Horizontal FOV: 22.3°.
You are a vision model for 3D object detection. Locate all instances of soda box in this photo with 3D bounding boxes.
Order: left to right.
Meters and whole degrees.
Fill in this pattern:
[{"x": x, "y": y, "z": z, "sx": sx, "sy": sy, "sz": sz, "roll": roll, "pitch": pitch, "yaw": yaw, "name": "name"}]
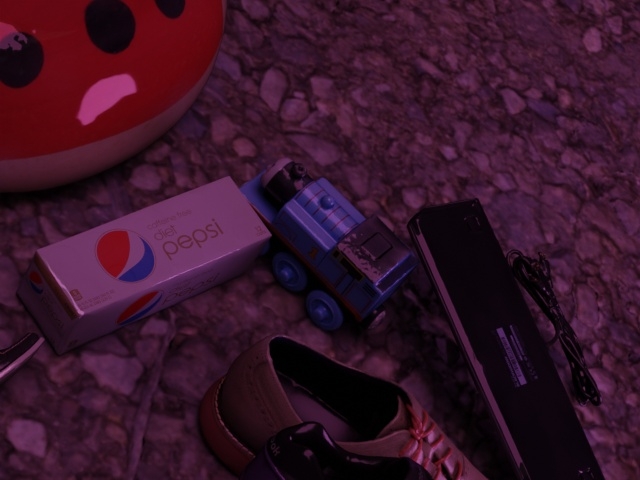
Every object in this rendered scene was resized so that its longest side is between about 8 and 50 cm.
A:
[{"x": -0.152, "y": 0.019, "z": 1.418, "sx": 0.216, "sy": 0.069, "sz": 0.074, "roll": -24, "pitch": 70, "yaw": -38, "name": "soda box"}]

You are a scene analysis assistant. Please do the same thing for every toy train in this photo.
[{"x": 0.000, "y": 0.000, "z": 1.488, "sx": 0.184, "sy": 0.105, "sz": 0.080, "roll": 46, "pitch": 48, "yaw": 8, "name": "toy train"}]

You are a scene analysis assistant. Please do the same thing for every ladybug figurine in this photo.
[{"x": -0.245, "y": -0.217, "z": 1.478, "sx": 0.305, "sy": 0.162, "sz": 0.449, "roll": 39, "pitch": 48, "yaw": 2, "name": "ladybug figurine"}]

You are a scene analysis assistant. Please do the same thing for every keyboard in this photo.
[{"x": 0.189, "y": 0.107, "z": 1.520, "sx": 0.201, "sy": 0.033, "sz": 0.317, "roll": -10, "pitch": 75, "yaw": -51, "name": "keyboard"}]

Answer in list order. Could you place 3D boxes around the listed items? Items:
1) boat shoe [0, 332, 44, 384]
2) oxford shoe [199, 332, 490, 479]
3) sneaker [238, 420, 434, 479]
[{"x": -0.275, "y": 0.108, "z": 1.305, "sx": 0.038, "sy": 0.046, "sz": 0.125, "roll": 46, "pitch": 57, "yaw": 2, "name": "boat shoe"}, {"x": 0.067, "y": 0.199, "z": 1.360, "sx": 0.348, "sy": 0.130, "sz": 0.123, "roll": 29, "pitch": 48, "yaw": -6, "name": "oxford shoe"}, {"x": 0.069, "y": 0.241, "z": 1.268, "sx": 0.283, "sy": 0.124, "sz": 0.107, "roll": 27, "pitch": 29, "yaw": -10, "name": "sneaker"}]
